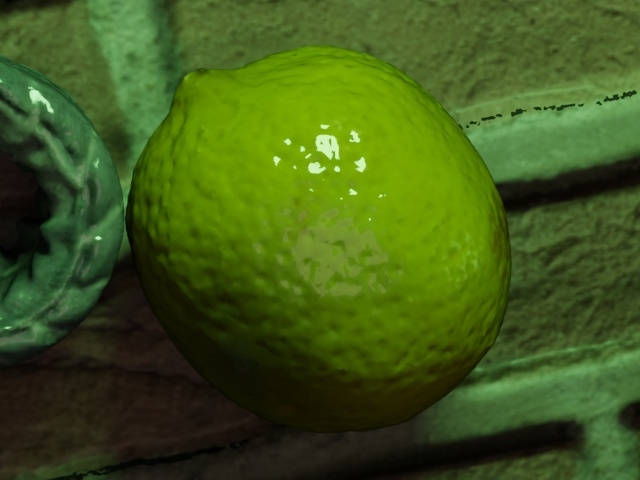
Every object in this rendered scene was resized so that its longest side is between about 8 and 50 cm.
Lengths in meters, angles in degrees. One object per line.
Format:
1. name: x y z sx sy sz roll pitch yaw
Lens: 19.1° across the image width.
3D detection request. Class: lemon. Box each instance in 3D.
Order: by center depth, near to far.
1. lemon: 0.001 0.000 1.262 0.267 0.267 0.267 -3 104 -12

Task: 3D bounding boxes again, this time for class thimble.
1. thimble: -0.251 -0.024 1.241 0.236 0.172 0.205 -8 102 -13
